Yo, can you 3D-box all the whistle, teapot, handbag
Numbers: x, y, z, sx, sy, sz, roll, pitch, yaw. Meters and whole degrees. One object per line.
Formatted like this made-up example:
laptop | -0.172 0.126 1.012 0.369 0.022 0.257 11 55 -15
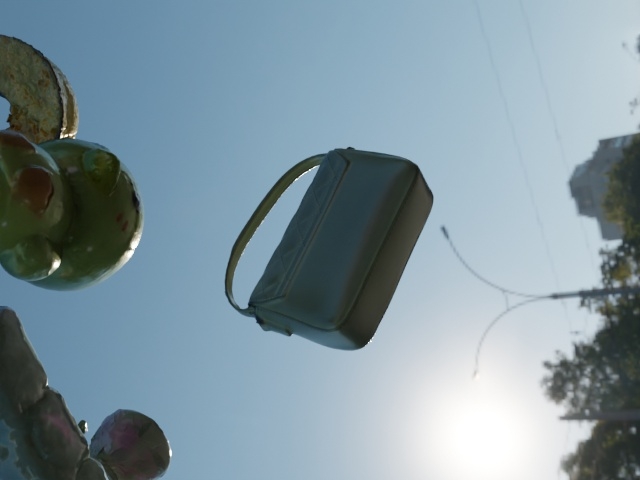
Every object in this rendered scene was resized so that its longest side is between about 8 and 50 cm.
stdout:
whistle | -0.224 -0.038 0.622 0.294 0.141 0.141 73 -164 -77
teapot | -0.163 0.167 0.607 0.064 0.083 0.064 -40 -39 -56
handbag | 0.000 0.000 0.955 0.256 0.219 0.079 -62 -37 -18

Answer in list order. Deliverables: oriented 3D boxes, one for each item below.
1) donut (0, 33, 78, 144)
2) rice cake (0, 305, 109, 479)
donut | -0.331 -0.118 0.841 0.146 0.181 0.078 50 -171 8
rice cake | -0.194 0.082 0.371 0.043 0.237 0.127 -42 -59 -44
